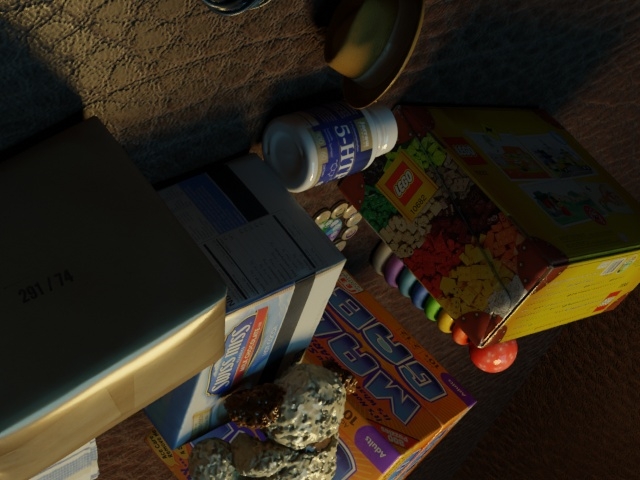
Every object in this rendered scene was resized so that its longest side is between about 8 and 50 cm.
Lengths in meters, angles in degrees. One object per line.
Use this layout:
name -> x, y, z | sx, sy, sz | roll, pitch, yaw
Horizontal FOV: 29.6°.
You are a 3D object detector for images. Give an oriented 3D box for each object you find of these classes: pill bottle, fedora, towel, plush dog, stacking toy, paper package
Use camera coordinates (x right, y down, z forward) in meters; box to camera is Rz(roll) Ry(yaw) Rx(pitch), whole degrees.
pill bottle -> 0.018, -0.145, 1.757 | 0.187, 0.112, 0.112 | -22, 150, -38
fedora -> 0.059, -0.271, 1.592 | 0.079, 0.194, 0.194 | 19, 124, -24
towel -> -0.472, 0.379, 2.040 | 0.209, 0.034, 0.285 | -27, 151, -24
plush dog -> -0.039, 0.286, 1.785 | 0.262, 0.210, 0.225 | -16, 126, -44
stacking toy -> 0.247, 0.116, 2.289 | 0.141, 0.330, 0.141 | -33, 156, -17
paper package -> -0.312, 0.068, 1.380 | 0.325, 0.309, 0.168 | -31, 157, -20

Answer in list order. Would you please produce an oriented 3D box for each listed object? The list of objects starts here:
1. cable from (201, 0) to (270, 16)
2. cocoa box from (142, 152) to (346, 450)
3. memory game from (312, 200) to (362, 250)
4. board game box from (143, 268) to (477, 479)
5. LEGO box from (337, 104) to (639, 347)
cable -> -0.086, -0.330, 1.370 | 0.150, 0.047, 0.184 | -37, 159, 3
cocoa box -> -0.157, 0.092, 1.756 | 0.228, 0.231, 0.347 | -24, 152, -35
memory game -> 0.000, 0.000, 2.112 | 0.186, 0.012, 0.186 | -34, 156, -17
board game box -> -0.012, 0.319, 2.160 | 0.356, 0.356, 0.356 | -51, 164, 23
LEGO box -> 0.333, -0.043, 2.088 | 0.500, 0.372, 0.193 | -7, 140, -52
